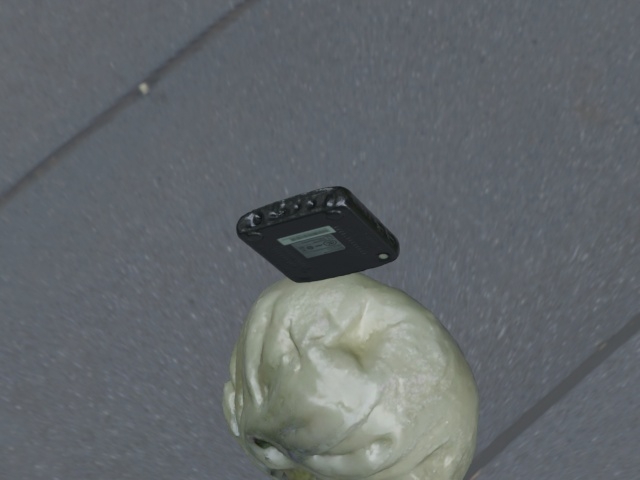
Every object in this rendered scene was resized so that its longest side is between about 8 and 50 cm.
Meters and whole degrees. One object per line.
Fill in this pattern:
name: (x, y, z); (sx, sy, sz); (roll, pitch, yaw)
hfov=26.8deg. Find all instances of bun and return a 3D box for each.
bun: (0.023, 0.209, 1.638); (0.360, 0.359, 0.211); (35, 55, 10)

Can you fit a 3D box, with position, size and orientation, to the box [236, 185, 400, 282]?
box: (0.000, 0.000, 1.293); (0.126, 0.125, 0.027); (-16, 54, 27)
